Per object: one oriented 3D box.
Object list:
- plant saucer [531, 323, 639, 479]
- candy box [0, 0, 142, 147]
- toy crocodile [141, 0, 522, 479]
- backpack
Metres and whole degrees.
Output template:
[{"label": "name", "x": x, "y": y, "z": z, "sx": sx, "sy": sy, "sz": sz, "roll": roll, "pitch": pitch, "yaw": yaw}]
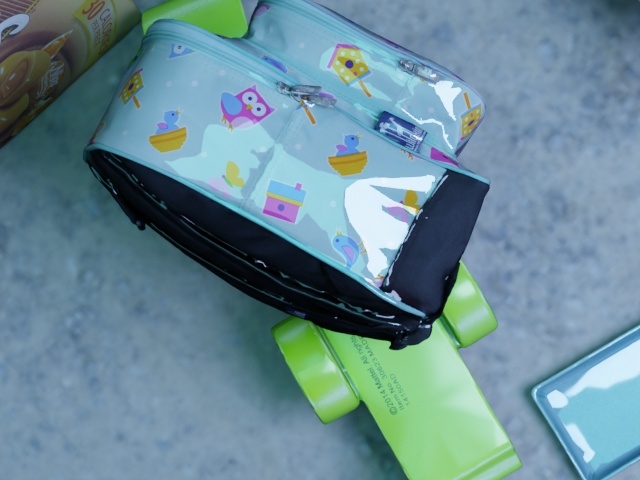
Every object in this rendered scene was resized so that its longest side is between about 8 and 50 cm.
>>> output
[{"label": "plant saucer", "x": 0.219, "y": 0.066, "z": 0.983, "sx": 0.192, "sy": 0.018, "sz": 0.067, "roll": -31, "pitch": 81, "yaw": 0}, {"label": "candy box", "x": -0.212, "y": -0.124, "z": 0.900, "sx": 0.183, "sy": 0.316, "sz": 0.087, "roll": -43, "pitch": 81, "yaw": -1}, {"label": "toy crocodile", "x": 0.000, "y": 0.000, "z": 0.979, "sx": 0.115, "sy": 0.105, "sz": 0.340, "roll": -35, "pitch": 85, "yaw": 0}, {"label": "backpack", "x": -0.016, "y": -0.041, "z": 0.846, "sx": 0.188, "sy": 0.166, "sz": 0.144, "roll": 20, "pitch": 85, "yaw": -1}]
